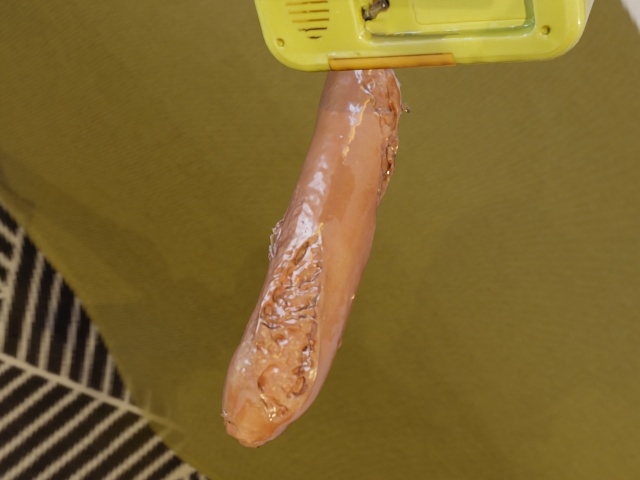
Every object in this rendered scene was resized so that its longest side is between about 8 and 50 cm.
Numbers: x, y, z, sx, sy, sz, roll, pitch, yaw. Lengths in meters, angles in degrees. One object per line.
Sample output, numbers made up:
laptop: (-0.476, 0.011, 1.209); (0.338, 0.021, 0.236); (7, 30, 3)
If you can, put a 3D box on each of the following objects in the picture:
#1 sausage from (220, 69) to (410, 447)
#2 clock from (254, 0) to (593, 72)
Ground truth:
sausage: (0.001, -0.001, 0.880); (0.079, 0.087, 0.327); (25, 71, -20)
clock: (0.059, -0.181, 0.698); (0.096, 0.202, 0.143); (-65, 148, -47)
